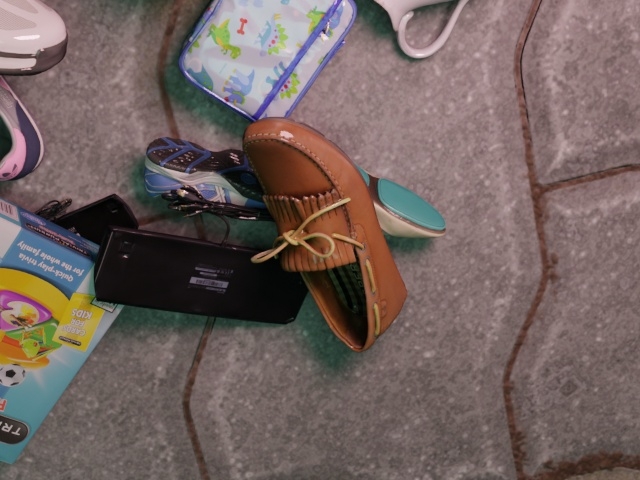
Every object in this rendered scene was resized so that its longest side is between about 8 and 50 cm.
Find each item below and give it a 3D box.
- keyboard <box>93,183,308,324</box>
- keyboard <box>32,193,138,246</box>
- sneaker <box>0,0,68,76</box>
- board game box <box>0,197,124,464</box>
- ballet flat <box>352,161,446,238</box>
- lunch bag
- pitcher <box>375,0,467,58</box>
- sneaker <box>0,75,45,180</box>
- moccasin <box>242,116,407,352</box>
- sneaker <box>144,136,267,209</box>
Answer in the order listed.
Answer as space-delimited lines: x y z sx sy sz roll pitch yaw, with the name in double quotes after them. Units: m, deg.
-0.143 0.019 1.287 0.317 0.033 0.201 10 120 -29 "keyboard"
-0.361 -0.020 1.311 0.192 0.038 0.100 -23 131 0 "keyboard"
-0.472 -0.375 1.039 0.447 0.169 0.257 26 122 -9 "sneaker"
-0.450 0.124 1.278 0.254 0.079 0.336 30 102 -31 "board game box"
0.061 -0.059 1.325 0.248 0.086 0.086 32 101 -13 "ballet flat"
-0.068 -0.271 1.233 0.176 0.090 0.219 35 101 -18 "lunch bag"
0.165 -0.349 1.229 0.207 0.125 0.178 -30 129 14 "pitcher"
-0.474 -0.210 1.179 0.112 0.131 0.319 -39 103 6 "sneaker"
-0.003 0.000 1.243 0.139 0.147 0.380 5 137 29 "moccasin"
-0.144 -0.079 1.299 0.211 0.080 0.081 16 131 -14 "sneaker"
